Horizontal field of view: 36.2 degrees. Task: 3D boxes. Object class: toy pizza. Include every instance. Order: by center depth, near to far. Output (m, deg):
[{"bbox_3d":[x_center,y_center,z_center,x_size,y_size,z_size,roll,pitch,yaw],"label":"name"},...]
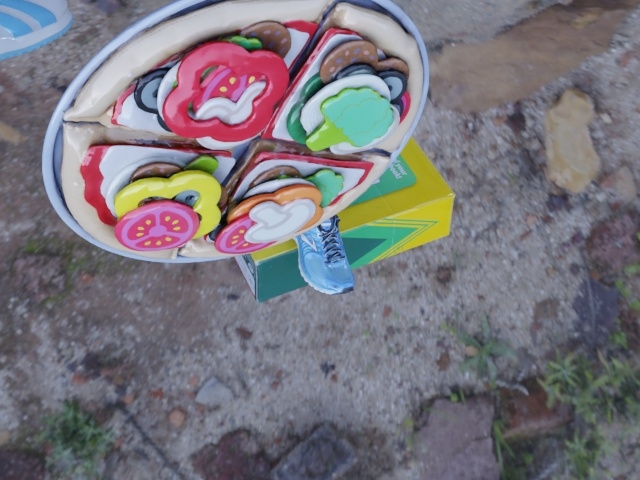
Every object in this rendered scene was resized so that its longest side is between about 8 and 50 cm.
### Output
[{"bbox_3d":[-0.035,-0.045,0.488,0.201,0.032,0.201,-17,147,-12],"label":"toy pizza"}]

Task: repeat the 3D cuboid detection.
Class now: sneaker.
[{"bbox_3d":[-0.261,-0.169,0.705,0.088,0.228,0.092,-12,106,23],"label":"sneaker"},{"bbox_3d":[0.000,0.000,1.288,0.063,0.162,0.073,-13,150,-28],"label":"sneaker"}]

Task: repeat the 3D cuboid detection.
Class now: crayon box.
[{"bbox_3d":[-0.021,-0.112,1.497,0.313,0.362,0.106,-18,142,-16],"label":"crayon box"}]
